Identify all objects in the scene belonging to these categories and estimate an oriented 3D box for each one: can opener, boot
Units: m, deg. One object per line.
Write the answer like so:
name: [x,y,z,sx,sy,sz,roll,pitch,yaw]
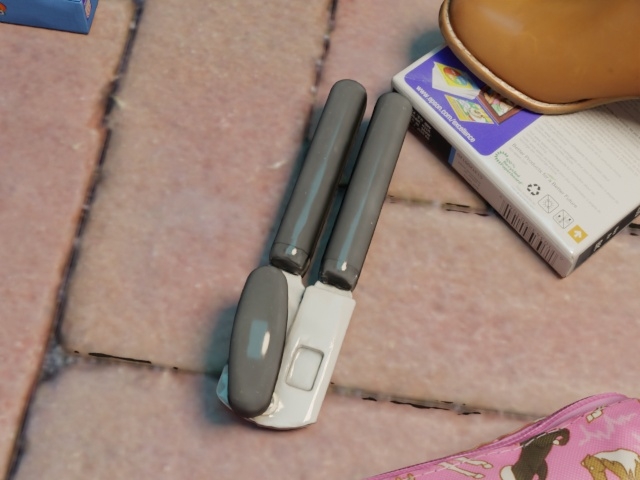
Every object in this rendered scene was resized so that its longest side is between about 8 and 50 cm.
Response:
can opener: [0.000,0.000,0.810,0.076,0.095,0.283,17,70,6]
boot: [0.229,-0.166,0.782,0.283,0.220,0.109,29,66,10]

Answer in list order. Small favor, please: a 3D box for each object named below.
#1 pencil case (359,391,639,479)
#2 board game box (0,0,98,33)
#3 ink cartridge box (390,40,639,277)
pencil case: [0.059,0.215,0.674,0.386,0.167,0.160,-14,32,-9]
board game box: [-0.286,-0.268,0.963,0.210,0.047,0.160,9,64,2]
ink cartridge box: [0.199,-0.107,0.899,0.208,0.045,0.206,-36,71,-18]
